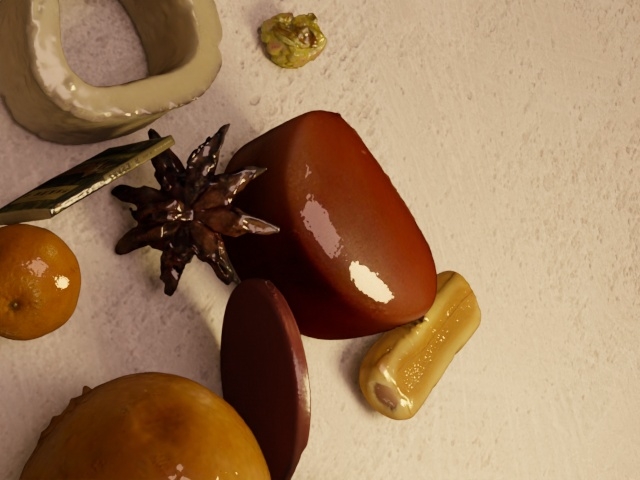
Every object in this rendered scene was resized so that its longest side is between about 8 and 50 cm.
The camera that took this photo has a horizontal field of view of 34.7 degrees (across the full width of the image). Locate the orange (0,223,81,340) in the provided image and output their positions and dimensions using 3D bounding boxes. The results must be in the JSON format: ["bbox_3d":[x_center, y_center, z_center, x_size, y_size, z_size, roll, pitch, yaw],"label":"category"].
[{"bbox_3d":[-0.394,0.051,1.348,0.159,0.159,0.136,44,15,-23],"label":"orange"}]

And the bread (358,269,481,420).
[{"bbox_3d":[0.176,0.184,1.824,0.305,0.091,0.142,-45,115,-38],"label":"bread"}]

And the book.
[{"bbox_3d":[-0.328,-0.084,1.422,0.228,0.160,0.024,-37,112,-40],"label":"book"}]

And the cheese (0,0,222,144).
[{"bbox_3d":[-0.319,-0.300,1.491,0.332,0.153,0.292,-34,101,-42],"label":"cheese"}]

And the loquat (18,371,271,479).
[{"bbox_3d":[-0.221,0.330,1.304,0.329,0.328,0.328,11,72,-38],"label":"loquat"}]

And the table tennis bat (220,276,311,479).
[{"bbox_3d":[-0.081,0.260,1.477,0.051,0.268,0.414,-4,84,-28],"label":"table tennis bat"}]

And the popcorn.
[{"bbox_3d":[-0.045,-0.347,1.781,0.109,0.089,0.096,16,80,-40],"label":"popcorn"}]

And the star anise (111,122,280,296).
[{"bbox_3d":[-0.195,-0.050,1.485,0.102,0.272,0.271,9,68,-80],"label":"star anise"}]

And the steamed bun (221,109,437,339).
[{"bbox_3d":[0.000,0.000,1.625,0.379,0.235,0.248,57,47,-14],"label":"steamed bun"}]
